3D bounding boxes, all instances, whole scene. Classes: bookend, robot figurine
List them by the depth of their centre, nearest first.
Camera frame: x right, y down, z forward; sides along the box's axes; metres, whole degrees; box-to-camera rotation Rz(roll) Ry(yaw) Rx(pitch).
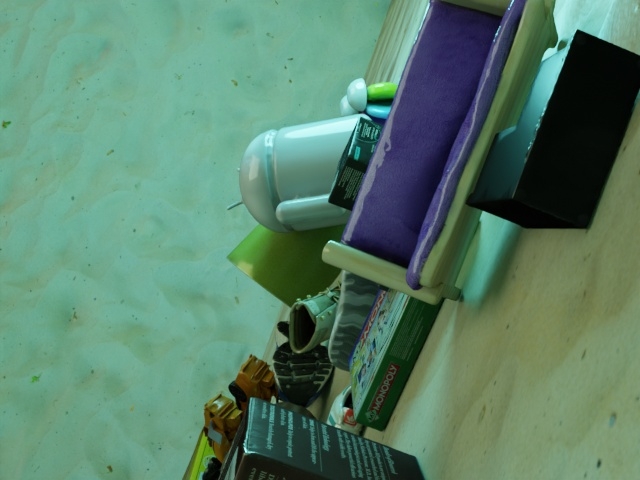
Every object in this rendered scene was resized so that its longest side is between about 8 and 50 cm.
[{"bbox_3d":[0.214,-0.095,0.796,0.157,0.072,0.156,180,111,-85],"label":"bookend"},{"bbox_3d":[-0.002,-0.123,1.601,0.300,0.353,0.200,-72,-29,-59],"label":"robot figurine"},{"bbox_3d":[-0.147,0.362,1.625,0.211,0.085,0.291,-46,-30,-35],"label":"robot figurine"}]

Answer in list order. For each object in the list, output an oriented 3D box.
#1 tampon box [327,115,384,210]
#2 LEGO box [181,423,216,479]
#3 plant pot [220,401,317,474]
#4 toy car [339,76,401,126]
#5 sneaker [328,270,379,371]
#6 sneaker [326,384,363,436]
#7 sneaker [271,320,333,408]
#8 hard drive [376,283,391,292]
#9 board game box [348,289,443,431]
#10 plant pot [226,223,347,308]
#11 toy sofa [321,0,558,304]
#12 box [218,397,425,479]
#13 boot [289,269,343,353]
[{"bbox_3d":[0.111,-0.103,1.377,0.120,0.161,0.101,-74,7,-49],"label":"tampon box"},{"bbox_3d":[-0.237,0.660,1.752,0.500,0.193,0.373,-80,12,-62],"label":"LEGO box"},{"bbox_3d":[-0.072,0.374,1.473,0.165,0.167,0.167,-62,-5,-72],"label":"plant pot"},{"bbox_3d":[0.137,-0.300,2.000,0.182,0.159,0.136,127,138,-70],"label":"toy car"},{"bbox_3d":[0.075,0.069,1.374,0.115,0.105,0.281,-83,15,-68],"label":"sneaker"},{"bbox_3d":[0.032,0.283,1.254,0.075,0.057,0.161,109,-179,-55],"label":"sneaker"},{"bbox_3d":[-0.043,0.285,1.787,0.330,0.129,0.147,-95,9,-77],"label":"sneaker"},{"bbox_3d":[0.115,-0.004,1.215,0.094,0.022,0.135,-83,15,-70],"label":"hard drive"},{"bbox_3d":[0.122,0.080,1.195,0.213,0.046,0.317,-93,25,-75],"label":"board game box"},{"bbox_3d":[0.000,0.000,1.784,0.294,0.274,0.275,-53,5,-3],"label":"plant pot"},{"bbox_3d":[0.134,-0.119,0.968,0.177,0.150,0.363,16,-85,-68],"label":"toy sofa"},{"bbox_3d":[-0.011,0.292,0.873,0.167,0.203,0.169,-112,43,-82],"label":"box"},{"bbox_3d":[0.030,0.091,1.465,0.165,0.077,0.213,-12,-53,-48],"label":"boot"}]
